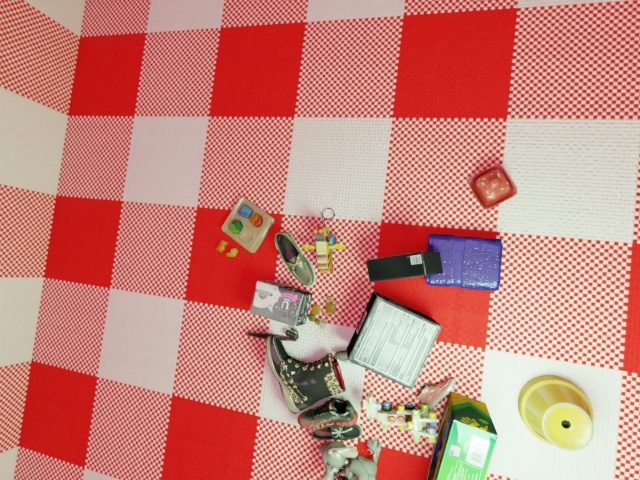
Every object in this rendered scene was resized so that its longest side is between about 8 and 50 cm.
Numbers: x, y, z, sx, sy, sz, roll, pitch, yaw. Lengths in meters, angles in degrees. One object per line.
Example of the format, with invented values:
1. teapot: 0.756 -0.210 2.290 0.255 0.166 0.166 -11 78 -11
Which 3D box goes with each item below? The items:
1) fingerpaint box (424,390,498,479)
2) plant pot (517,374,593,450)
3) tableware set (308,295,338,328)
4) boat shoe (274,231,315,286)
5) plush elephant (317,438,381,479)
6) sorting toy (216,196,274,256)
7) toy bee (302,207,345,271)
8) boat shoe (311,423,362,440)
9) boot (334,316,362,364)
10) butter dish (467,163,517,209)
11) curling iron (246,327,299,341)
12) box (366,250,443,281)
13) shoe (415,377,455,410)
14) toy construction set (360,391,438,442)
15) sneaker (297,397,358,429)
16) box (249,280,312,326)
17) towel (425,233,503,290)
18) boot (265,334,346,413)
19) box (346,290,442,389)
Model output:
1. fingerpaint box: 0.515 0.861 1.591 0.163 0.371 0.445 16 91 16
2. plant pot: 0.897 0.659 1.562 0.253 0.239 0.254 -2 84 17
3. tableware set: 0.011 0.335 1.977 0.104 0.024 0.154 32 96 20
4. boat shoe: -0.128 0.089 2.003 0.109 0.091 0.305 -34 76 12
5. plush elephant: 0.101 0.978 1.772 0.255 0.272 0.330 19 62 4
6. sorting toy: -0.401 -0.042 2.124 0.229 0.041 0.307 35 96 17
7. toy bee: 0.000 0.000 1.937 0.195 0.162 0.298 -24 79 16
8. boat shoe: 0.074 0.870 1.881 0.233 0.079 0.084 -5 84 14
9. boot: 0.171 0.454 1.888 0.189 0.076 0.209 10 95 3
10. butter dish: 0.728 -0.234 1.755 0.159 0.118 0.160 -29 78 13
11. curling iron: -0.232 0.459 2.032 0.273 0.035 0.068 -4 80 16
12. box: 0.356 0.111 1.765 0.261 0.184 0.103 -12 84 37
13. shoe: 0.490 0.637 1.779 0.081 0.063 0.178 41 102 11
14. toy construction set: 0.327 0.741 1.741 0.327 0.215 0.151 12 88 18
15. sneaker: 0.026 0.768 1.857 0.276 0.098 0.135 -8 121 6
16. box: -0.186 0.294 1.976 0.247 0.142 0.164 14 90 17
17. towel: 0.612 0.092 1.790 0.308 0.076 0.228 4 92 18
18. boot: -0.071 0.580 1.918 0.284 0.138 0.378 -24 83 15
19. box: 0.302 0.416 1.763 0.294 0.183 0.296 25 92 2
